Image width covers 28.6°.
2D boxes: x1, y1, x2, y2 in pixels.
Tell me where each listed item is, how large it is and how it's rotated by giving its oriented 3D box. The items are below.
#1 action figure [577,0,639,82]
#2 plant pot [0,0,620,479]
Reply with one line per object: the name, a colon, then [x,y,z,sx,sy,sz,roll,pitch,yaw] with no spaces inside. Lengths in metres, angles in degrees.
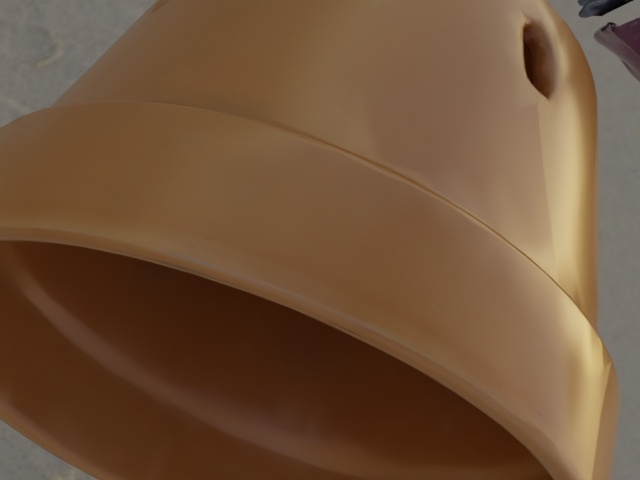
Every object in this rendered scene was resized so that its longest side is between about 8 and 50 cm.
action figure: [0.326,-0.037,0.770,0.370,0.276,0.248,53,20,-8]
plant pot: [0.000,0.000,0.544,0.291,0.291,0.203,44,55,-33]
